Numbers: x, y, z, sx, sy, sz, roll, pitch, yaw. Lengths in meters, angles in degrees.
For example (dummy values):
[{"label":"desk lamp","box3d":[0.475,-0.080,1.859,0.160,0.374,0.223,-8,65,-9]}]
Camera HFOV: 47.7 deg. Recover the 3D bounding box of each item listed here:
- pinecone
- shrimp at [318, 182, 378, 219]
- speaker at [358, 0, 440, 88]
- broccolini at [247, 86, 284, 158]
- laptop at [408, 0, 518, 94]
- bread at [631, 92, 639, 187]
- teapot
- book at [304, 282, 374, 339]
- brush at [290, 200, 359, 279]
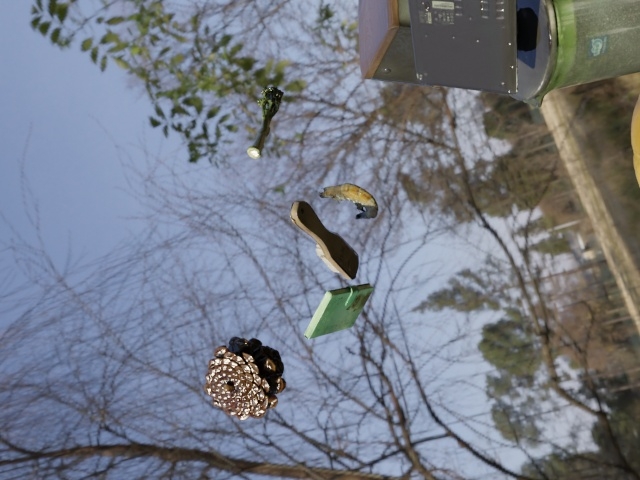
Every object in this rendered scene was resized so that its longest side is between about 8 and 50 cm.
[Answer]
[{"label":"pinecone","box3d":[-0.174,0.324,1.751,0.208,0.208,0.207,49,-149,-43]},{"label":"shrimp","box3d":[0.088,-0.114,2.174,0.150,0.217,0.051,49,-117,-35]},{"label":"speaker","box3d":[0.161,-0.411,1.270,0.192,0.153,0.231,122,149,-64]},{"label":"broccolini","box3d":[-0.171,-0.359,2.131,0.074,0.079,0.392,26,-150,-11]},{"label":"laptop","box3d":[0.163,-0.248,0.832,0.016,0.129,0.180,-58,-32,-32]},{"label":"bread","box3d":[0.588,-0.203,1.075,0.224,0.184,0.211,156,99,-70]},{"label":"teapot","box3d":[0.383,-0.329,0.956,0.200,0.337,0.270,-120,18,-60]},{"label":"book","box3d":[0.036,0.122,1.283,0.017,0.103,0.135,39,-155,28]},{"label":"brush","box3d":[0.000,0.000,1.669,0.327,0.065,0.070,47,-125,-53]}]
